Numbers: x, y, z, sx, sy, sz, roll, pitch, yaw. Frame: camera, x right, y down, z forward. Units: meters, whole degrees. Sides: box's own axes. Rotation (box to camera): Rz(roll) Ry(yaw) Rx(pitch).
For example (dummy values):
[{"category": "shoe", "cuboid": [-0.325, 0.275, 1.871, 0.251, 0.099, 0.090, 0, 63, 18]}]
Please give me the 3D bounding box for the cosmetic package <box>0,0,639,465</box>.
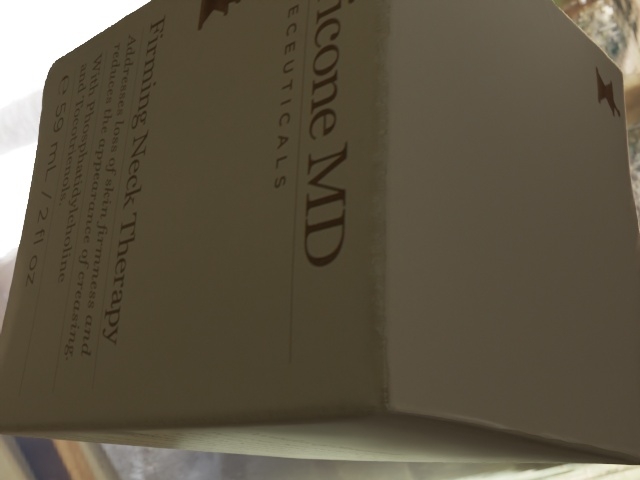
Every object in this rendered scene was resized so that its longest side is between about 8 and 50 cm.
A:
[{"category": "cosmetic package", "cuboid": [0.000, 0.000, 0.622, 0.327, 0.394, 0.329, 22, -116, -44]}]
